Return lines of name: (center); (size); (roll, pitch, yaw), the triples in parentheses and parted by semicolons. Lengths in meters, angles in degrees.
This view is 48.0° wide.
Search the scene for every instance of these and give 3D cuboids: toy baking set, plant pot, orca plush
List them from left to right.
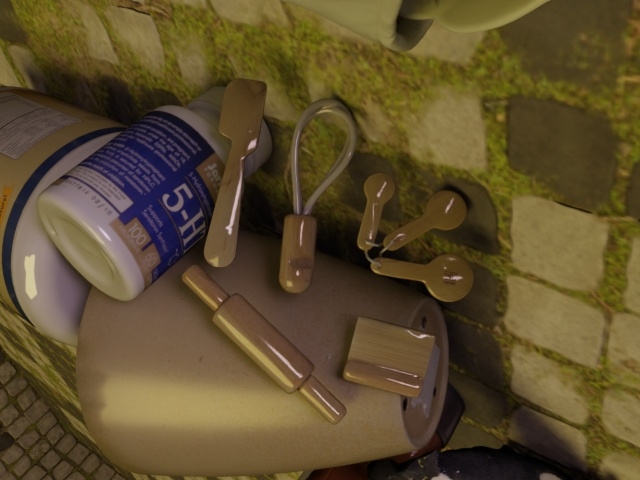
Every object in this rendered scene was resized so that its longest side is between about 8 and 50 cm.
plant pot: (-0.030, 0.106, 0.666); (0.273, 0.257, 0.257); (1, 131, 27)
toy baking set: (-0.003, 0.006, 0.544); (0.256, 0.197, 0.030); (39, -179, 4)
orca plush: (0.171, 0.244, 0.683); (0.287, 0.102, 0.151); (20, 114, -16)

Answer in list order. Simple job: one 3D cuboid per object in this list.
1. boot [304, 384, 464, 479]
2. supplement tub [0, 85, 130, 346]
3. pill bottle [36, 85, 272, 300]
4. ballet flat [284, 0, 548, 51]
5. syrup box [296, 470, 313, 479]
boot: (-0.006, 0.265, 0.755); (0.264, 0.280, 0.096); (-6, 124, 53)
supplement tub: (-0.303, -0.040, 0.792); (0.316, 0.228, 0.228); (23, 144, 33)
pill bottle: (-0.131, -0.048, 0.611); (0.112, 0.187, 0.112); (31, 148, 22)
ballet flat: (0.065, -0.146, 0.243); (0.139, 0.139, 0.400); (50, 174, -11)
syrup box: (0.064, 0.320, 0.925); (0.093, 0.096, 0.237); (46, 150, -8)
